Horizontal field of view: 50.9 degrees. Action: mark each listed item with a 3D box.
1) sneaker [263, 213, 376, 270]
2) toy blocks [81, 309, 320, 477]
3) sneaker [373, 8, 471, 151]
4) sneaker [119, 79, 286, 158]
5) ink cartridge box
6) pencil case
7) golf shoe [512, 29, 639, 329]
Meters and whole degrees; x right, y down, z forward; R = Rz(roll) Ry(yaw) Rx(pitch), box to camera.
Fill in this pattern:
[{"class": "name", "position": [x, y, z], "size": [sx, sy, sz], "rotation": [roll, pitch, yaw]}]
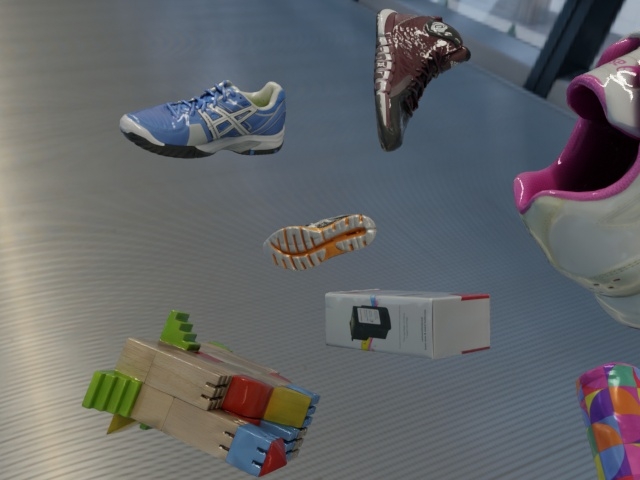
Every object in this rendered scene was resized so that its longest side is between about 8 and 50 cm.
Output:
[{"class": "sneaker", "position": [0.000, 0.000, 1.249], "size": [0.215, 0.084, 0.083], "rotation": [-11, 11, 8]}, {"class": "toy blocks", "position": [-0.128, 0.240, 1.003], "size": [0.261, 0.190, 0.381], "rotation": [19, -5, 15]}, {"class": "sneaker", "position": [0.174, -0.282, 1.143], "size": [0.163, 0.106, 0.281], "rotation": [0, 68, 8]}, {"class": "sneaker", "position": [-0.131, -0.146, 0.780], "size": [0.211, 0.081, 0.080], "rotation": [-12, 41, -39]}, {"class": "ink cartridge box", "position": [0.109, 0.103, 0.863], "size": [0.128, 0.072, 0.175], "rotation": [0, -1, -45]}, {"class": "pencil case", "position": [0.425, 0.291, 0.927], "size": [0.105, 0.104, 0.236], "rotation": [2, 56, -4]}, {"class": "golf shoe", "position": [0.237, -0.096, 0.391], "size": [0.140, 0.306, 0.115], "rotation": [31, 7, -13]}]
